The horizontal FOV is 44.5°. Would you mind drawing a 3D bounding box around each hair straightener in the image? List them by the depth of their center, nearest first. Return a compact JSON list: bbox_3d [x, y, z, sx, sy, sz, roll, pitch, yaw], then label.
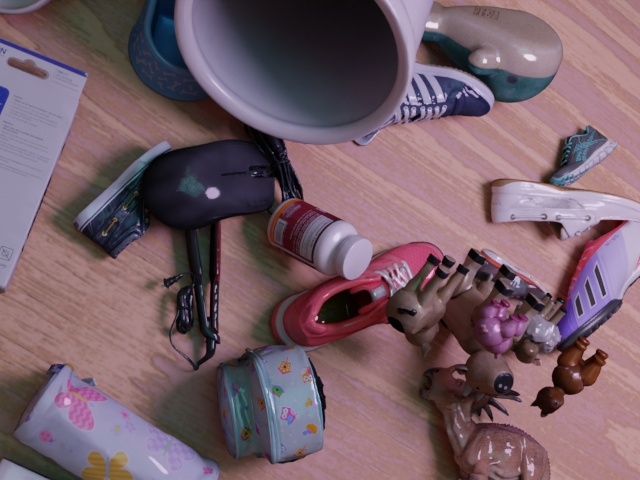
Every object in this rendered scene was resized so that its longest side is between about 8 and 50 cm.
[{"bbox_3d":[-0.193,0.076,1.156,0.089,0.047,0.230,3,82,-20],"label":"hair straightener"}]

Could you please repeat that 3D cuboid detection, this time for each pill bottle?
[{"bbox_3d":[0.000,0.000,1.165,0.086,0.152,0.086,-29,133,-37],"label":"pill bottle"}]

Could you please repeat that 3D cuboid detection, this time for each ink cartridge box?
[{"bbox_3d":[-0.454,-0.109,1.078,0.165,0.065,0.332,21,73,-15],"label":"ink cartridge box"}]

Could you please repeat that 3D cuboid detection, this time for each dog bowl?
[{"bbox_3d":[-0.198,-0.369,1.225,0.166,0.074,0.297,14,73,-18],"label":"dog bowl"}]

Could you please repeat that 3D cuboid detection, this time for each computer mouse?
[{"bbox_3d":[-0.134,-0.100,1.155,0.272,0.072,0.188,-22,90,-40],"label":"computer mouse"}]

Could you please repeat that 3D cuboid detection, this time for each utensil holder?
[{"bbox_3d":[0.011,-0.388,1.131,0.328,0.327,0.385,29,53,-13],"label":"utensil holder"}]

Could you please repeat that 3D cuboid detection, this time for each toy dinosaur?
[{"bbox_3d":[0.290,0.333,1.243,0.296,0.127,0.200,36,62,-17],"label":"toy dinosaur"}]

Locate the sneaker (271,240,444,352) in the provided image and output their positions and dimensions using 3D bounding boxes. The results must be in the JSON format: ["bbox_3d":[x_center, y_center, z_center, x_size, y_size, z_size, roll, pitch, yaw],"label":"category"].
[{"bbox_3d":[0.084,0.088,1.203,0.314,0.136,0.115,-24,89,-24],"label":"sneaker"}]

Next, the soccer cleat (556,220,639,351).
[{"bbox_3d":[0.492,0.068,1.393,0.116,0.108,0.318,42,68,13],"label":"soccer cleat"}]

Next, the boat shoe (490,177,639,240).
[{"bbox_3d":[0.434,-0.047,1.384,0.277,0.098,0.096,7,92,-1],"label":"boat shoe"}]

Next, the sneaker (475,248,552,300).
[{"bbox_3d":[0.326,0.076,1.352,0.158,0.061,0.064,32,96,-11],"label":"sneaker"}]

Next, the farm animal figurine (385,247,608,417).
[{"bbox_3d":[0.235,0.137,1.173,0.330,0.326,0.172,31,107,-8],"label":"farm animal figurine"}]

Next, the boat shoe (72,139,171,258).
[{"bbox_3d":[-0.267,-0.060,1.143,0.083,0.065,0.183,45,73,-10],"label":"boat shoe"}]

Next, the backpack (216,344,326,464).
[{"bbox_3d":[-0.067,0.228,1.087,0.145,0.188,0.165,-6,82,-22],"label":"backpack"}]

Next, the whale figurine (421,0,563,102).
[{"bbox_3d":[0.283,-0.334,1.383,0.272,0.141,0.216,18,41,4],"label":"whale figurine"}]

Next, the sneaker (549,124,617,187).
[{"bbox_3d":[0.472,-0.156,1.453,0.166,0.065,0.076,-34,76,-27],"label":"sneaker"}]

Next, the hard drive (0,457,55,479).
[{"bbox_3d":[-0.387,0.489,0.986,0.233,0.047,0.353,30,70,-13],"label":"hard drive"}]

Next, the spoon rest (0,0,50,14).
[{"bbox_3d":[-0.369,-0.407,1.131,0.277,0.084,0.137,-15,77,-6],"label":"spoon rest"}]

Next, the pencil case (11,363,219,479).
[{"bbox_3d":[-0.269,0.277,1.041,0.273,0.124,0.113,37,101,-9],"label":"pencil case"}]

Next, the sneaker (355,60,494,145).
[{"bbox_3d":[0.150,-0.221,1.312,0.282,0.099,0.153,17,68,-10],"label":"sneaker"}]
